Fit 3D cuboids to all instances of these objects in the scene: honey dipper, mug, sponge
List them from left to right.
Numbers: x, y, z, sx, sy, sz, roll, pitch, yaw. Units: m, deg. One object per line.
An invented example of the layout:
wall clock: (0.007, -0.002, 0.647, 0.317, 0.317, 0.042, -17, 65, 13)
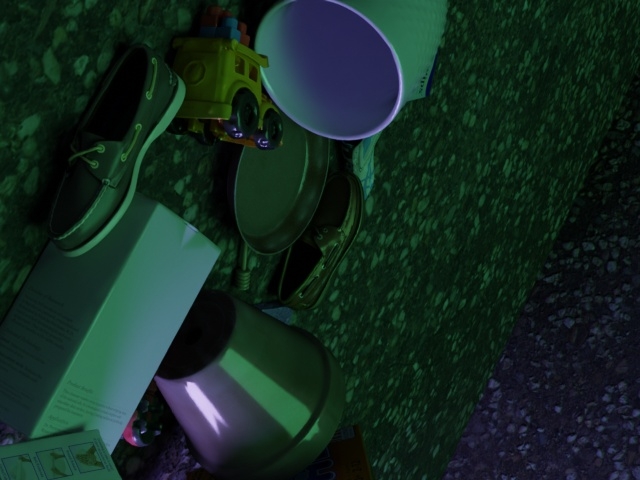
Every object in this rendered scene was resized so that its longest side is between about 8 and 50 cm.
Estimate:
honey dipper: (-0.143, 0.017, 1.969, 0.030, 0.030, 0.160, -26, 130, -52)
sponge: (-0.123, 0.230, 2.157, 0.117, 0.031, 0.210, -5, 115, -58)
mug: (0.072, -0.345, 1.847, 0.328, 0.276, 0.374, -55, 164, -42)

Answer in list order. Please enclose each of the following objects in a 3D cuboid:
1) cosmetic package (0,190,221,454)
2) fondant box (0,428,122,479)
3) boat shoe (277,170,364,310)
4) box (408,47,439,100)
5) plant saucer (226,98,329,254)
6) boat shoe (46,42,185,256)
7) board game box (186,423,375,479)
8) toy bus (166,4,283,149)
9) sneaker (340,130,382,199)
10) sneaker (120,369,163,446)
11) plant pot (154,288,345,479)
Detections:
cosmetic package: (-0.336, 0.118, 1.573, 0.385, 0.156, 0.217, -63, 152, -11)
fondant box: (-0.472, 0.388, 1.423, 0.330, 0.096, 0.238, -3, 139, -46)
boat shoe: (0.000, 0.000, 2.120, 0.104, 0.111, 0.307, 14, 94, -59)
box: (0.184, -0.370, 2.216, 0.137, 0.072, 0.126, -23, 130, -54)
plant saucer: (-0.083, -0.128, 1.924, 0.310, 0.050, 0.310, -37, 136, -48)
boat shoe: (-0.307, -0.133, 1.486, 0.324, 0.117, 0.096, -63, 148, -18)
board game box: (-0.037, 0.608, 1.907, 0.356, 0.356, 0.356, -105, 179, -78)
toy bus: (-0.148, -0.259, 1.664, 0.220, 0.149, 0.211, 18, 78, -64)
sneaker: (0.074, -0.177, 2.169, 0.086, 0.085, 0.237, -11, 127, -27)
sneaker: (-0.324, 0.198, 1.711, 0.097, 0.135, 0.276, 49, 43, -67)
plant pot: (-0.158, 0.243, 1.860, 0.323, 0.323, 0.280, -57, 135, -19)
